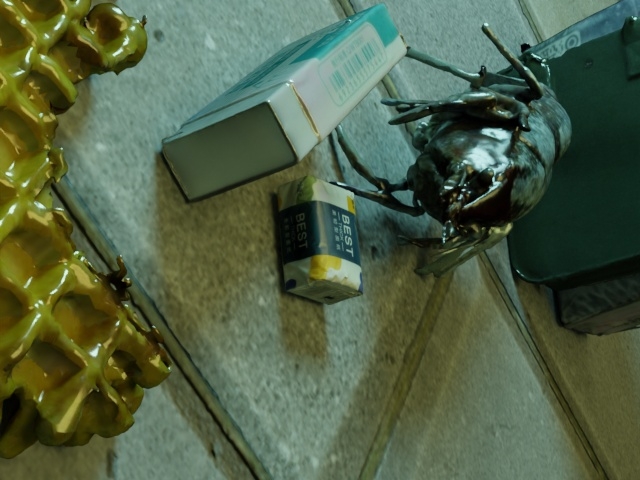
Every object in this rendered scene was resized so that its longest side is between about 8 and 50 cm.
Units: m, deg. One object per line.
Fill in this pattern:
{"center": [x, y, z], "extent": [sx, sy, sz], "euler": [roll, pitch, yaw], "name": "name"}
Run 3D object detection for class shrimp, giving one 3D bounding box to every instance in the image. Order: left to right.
{"center": [0.140, -0.083, 1.027], "extent": [0.411, 0.166, 0.221], "euler": [-26, 124, -54], "name": "shrimp"}

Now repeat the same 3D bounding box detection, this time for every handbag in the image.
{"center": [0.300, -0.093, 1.192], "extent": [0.079, 0.248, 0.260], "euler": [14, 64, -49], "name": "handbag"}

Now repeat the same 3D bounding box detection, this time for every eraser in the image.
{"center": [-0.018, -0.104, 0.831], "extent": [0.052, 0.096, 0.225], "euler": [62, 32, -16], "name": "eraser"}

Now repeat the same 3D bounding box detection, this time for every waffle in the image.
{"center": [-0.169, -0.041, 0.583], "extent": [0.260, 0.069, 0.292], "euler": [15, 61, -56], "name": "waffle"}

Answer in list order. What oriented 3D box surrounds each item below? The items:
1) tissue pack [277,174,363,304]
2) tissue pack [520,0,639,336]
{"center": [0.000, 0.000, 0.859], "extent": [0.062, 0.042, 0.083], "euler": [20, 58, -51], "name": "tissue pack"}
{"center": [0.360, -0.095, 1.287], "extent": [0.122, 0.259, 0.361], "euler": [14, 61, -43], "name": "tissue pack"}
